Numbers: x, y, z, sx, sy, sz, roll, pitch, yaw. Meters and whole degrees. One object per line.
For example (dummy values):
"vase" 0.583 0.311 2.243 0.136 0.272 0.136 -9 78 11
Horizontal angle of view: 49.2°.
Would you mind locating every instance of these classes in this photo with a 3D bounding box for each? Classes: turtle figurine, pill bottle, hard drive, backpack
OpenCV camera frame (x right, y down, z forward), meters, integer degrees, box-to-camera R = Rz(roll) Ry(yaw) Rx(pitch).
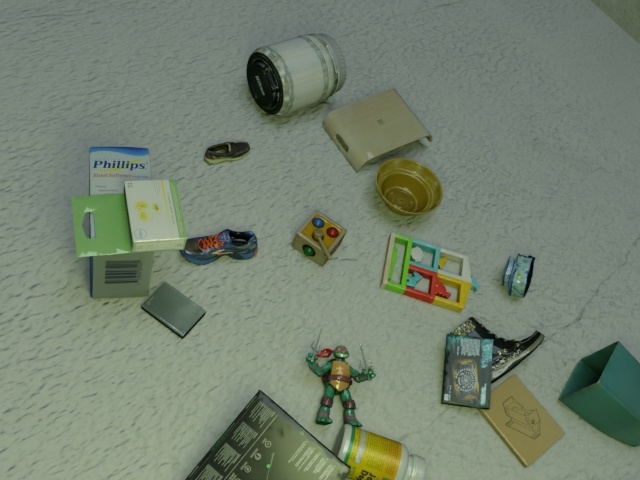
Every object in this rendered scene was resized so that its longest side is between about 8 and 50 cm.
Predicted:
"turtle figurine" 0.050 0.342 1.745 0.175 0.118 0.234 2 67 2
"pill bottle" 0.135 0.520 1.646 0.208 0.118 0.118 21 53 -3
"hard drive" -0.375 0.178 1.787 0.135 0.022 0.094 34 54 8
"backpack" 0.586 0.109 2.081 0.084 0.105 0.114 10 51 18

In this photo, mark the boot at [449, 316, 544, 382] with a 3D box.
"boot" 0.487 0.272 1.936 0.236 0.085 0.179 -31 69 -20

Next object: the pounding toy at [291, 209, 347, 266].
"pounding toy" 0.000 0.000 1.976 0.130 0.100 0.141 34 53 8

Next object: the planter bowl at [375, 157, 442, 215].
"planter bowl" 0.260 -0.144 2.162 0.217 0.090 0.217 8 55 -11

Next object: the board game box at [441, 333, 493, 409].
"board game box" 0.390 0.346 1.852 0.126 0.026 0.186 6 69 9

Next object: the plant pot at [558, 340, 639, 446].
"plant pot" 0.811 0.432 1.891 0.234 0.165 0.165 43 55 4

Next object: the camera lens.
"camera lens" -0.083 -0.535 2.247 0.274 0.219 0.219 -26 67 -30

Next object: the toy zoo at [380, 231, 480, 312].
"toy zoo" 0.329 0.097 2.052 0.293 0.030 0.192 18 53 -4

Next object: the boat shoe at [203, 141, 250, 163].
"boat shoe" -0.277 -0.272 2.112 0.152 0.049 0.056 -23 65 -29

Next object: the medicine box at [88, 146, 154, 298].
"medicine box" -0.501 -0.043 1.750 0.149 0.264 0.289 -1 57 -19

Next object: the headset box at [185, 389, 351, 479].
"headset box" -0.100 0.513 1.518 0.283 0.131 0.246 37 78 11

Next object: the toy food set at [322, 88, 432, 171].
"toy food set" 0.189 -0.361 2.305 0.306 0.092 0.220 -25 67 -21

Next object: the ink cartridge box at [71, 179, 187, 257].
"ink cartridge box" -0.433 -0.053 1.580 0.234 0.056 0.171 -3 58 -22

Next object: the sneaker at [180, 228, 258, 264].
"sneaker" -0.273 0.006 1.897 0.221 0.087 0.083 -8 58 -22

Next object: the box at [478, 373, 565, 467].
"box" 0.530 0.474 1.858 0.164 0.021 0.201 -26 67 -30
